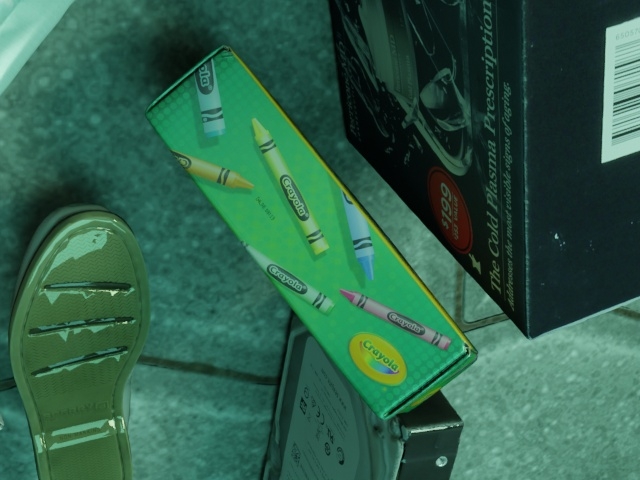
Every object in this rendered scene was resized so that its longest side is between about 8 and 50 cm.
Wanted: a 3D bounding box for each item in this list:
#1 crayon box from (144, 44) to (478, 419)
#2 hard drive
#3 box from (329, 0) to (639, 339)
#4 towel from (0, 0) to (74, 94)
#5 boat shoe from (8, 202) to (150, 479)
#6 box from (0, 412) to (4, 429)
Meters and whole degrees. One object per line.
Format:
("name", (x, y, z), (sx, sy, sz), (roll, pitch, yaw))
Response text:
("crayon box", (0.000, 0.000, 0.836), (0.081, 0.278, 0.165), (-39, 169, 3))
("hard drive", (0.020, 0.231, 1.054), (0.064, 0.237, 0.339), (-4, 124, -23))
("box", (0.139, -0.168, 0.794), (0.179, 0.312, 0.343), (-19, 127, -14))
("towel", (-0.325, -0.136, 0.562), (0.320, 0.090, 0.374), (49, 62, -35))
("boat shoe", (-0.208, 0.091, 0.932), (0.113, 0.103, 0.302), (-4, 124, -22))
("box", (-0.422, 0.154, 0.881), (0.290, 0.087, 0.169), (-34, 130, -2))
